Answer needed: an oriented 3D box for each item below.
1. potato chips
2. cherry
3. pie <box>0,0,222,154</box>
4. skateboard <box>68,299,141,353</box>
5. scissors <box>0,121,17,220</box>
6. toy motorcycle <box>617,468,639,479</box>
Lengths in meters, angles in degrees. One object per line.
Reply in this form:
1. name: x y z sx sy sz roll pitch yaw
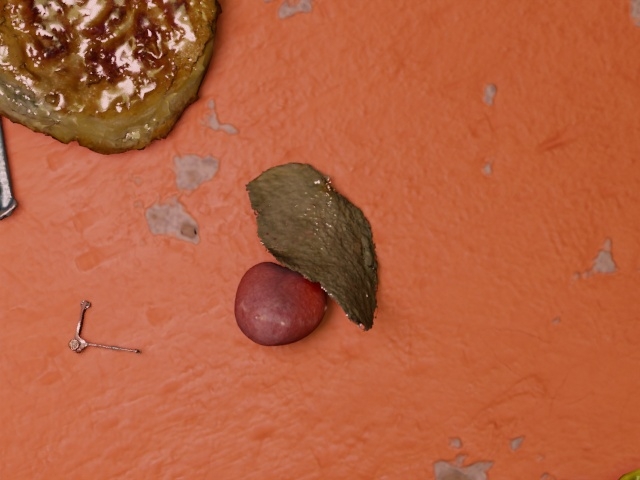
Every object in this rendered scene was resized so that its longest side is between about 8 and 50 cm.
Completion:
1. potato chips: -0.004 0.003 1.639 0.228 0.167 0.059 44 132 5
2. cherry: -0.054 0.075 1.642 0.106 0.087 0.126 34 43 24
3. pie: -0.261 -0.278 1.644 0.288 0.103 0.354 -9 88 -9
4. skateboard: -0.252 0.109 1.676 0.083 0.032 0.064 11 78 3
5. scissors: -0.415 -0.215 1.682 0.180 0.032 0.393 -13 87 -1
6. toy motorcycle: 0.301 0.413 1.605 0.200 0.191 0.326 9 73 4
